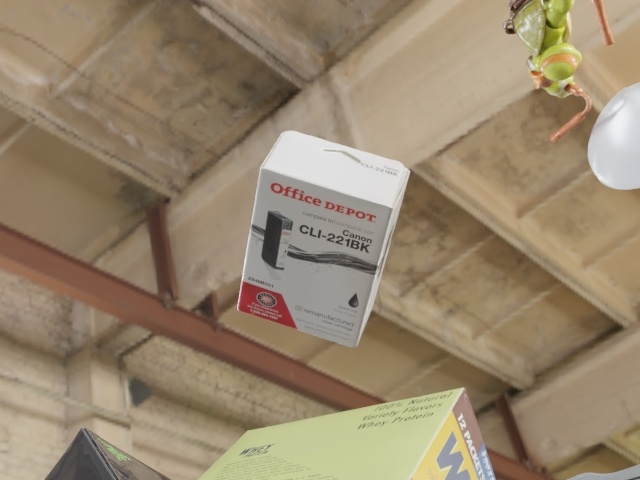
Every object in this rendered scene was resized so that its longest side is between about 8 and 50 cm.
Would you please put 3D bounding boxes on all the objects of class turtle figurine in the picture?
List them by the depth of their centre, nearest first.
[{"bbox_3d":[0.235,-0.240,1.039,0.087,0.217,0.269,-7,-28,5],"label":"turtle figurine"}]

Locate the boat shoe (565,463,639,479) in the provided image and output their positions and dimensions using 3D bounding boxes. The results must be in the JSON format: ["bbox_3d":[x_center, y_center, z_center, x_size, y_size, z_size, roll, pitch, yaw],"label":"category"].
[{"bbox_3d":[0.448,0.422,1.528,0.109,0.094,0.302,-37,1,-35],"label":"boat shoe"}]

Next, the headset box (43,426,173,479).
[{"bbox_3d":[-0.138,0.326,0.921,0.283,0.246,0.131,40,-97,-29],"label":"headset box"}]

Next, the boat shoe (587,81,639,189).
[{"bbox_3d":[0.407,-0.155,1.020,0.102,0.108,0.301,-10,-27,-36],"label":"boat shoe"}]

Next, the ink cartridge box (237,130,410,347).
[{"bbox_3d":[0.000,0.000,1.448,0.197,0.114,0.273,17,-54,6],"label":"ink cartridge box"}]

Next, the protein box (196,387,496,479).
[{"bbox_3d":[0.010,0.220,0.698,0.199,0.136,0.201,-16,8,24],"label":"protein box"}]
